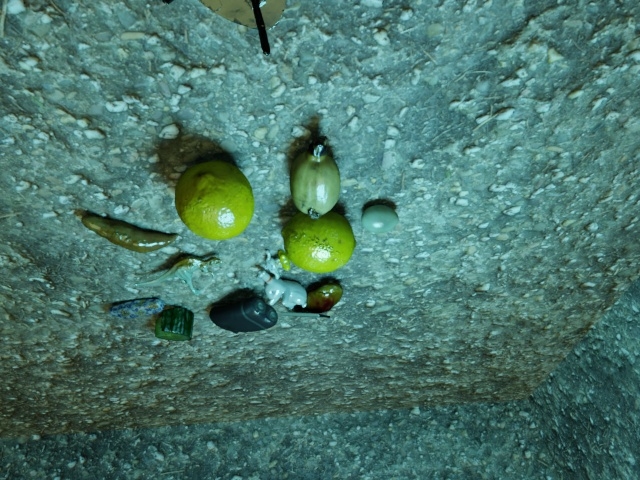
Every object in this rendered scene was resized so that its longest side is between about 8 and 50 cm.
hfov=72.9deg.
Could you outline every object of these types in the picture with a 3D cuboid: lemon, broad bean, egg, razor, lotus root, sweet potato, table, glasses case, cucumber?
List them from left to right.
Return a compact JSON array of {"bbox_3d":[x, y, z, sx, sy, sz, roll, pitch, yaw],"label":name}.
[{"bbox_3d":[-0.747,-0.013,1.696,0.355,0.095,0.106,14,93,-26],"label":"sweet potato"},{"bbox_3d":[-0.879,0.327,2.070,0.248,0.065,0.087,-8,144,-1],"label":"glasses case"},{"bbox_3d":[-0.717,0.421,2.142,0.191,0.130,0.191,0,149,0],"label":"cucumber"},{"bbox_3d":[-0.361,-0.136,1.493,0.293,0.293,0.293,-4,137,-3],"label":"lemon"},{"bbox_3d":[-0.189,-0.598,1.022,0.317,0.249,0.317,-3,137,-3],"label":"table"},{"bbox_3d":[-0.374,0.369,2.084,0.349,0.113,0.204,-18,135,36],"label":"razor"},{"bbox_3d":[-0.019,-0.225,1.510,0.183,0.182,0.310,-3,134,-4],"label":"lotus root"},{"bbox_3d":[0.000,0.000,1.691,0.310,0.258,0.258,11,135,-20],"label":"lemon"},{"bbox_3d":[0.012,0.267,2.076,0.156,0.122,0.228,21,133,-28],"label":"broad bean"},{"bbox_3d":[0.237,-0.085,1.730,0.152,0.114,0.114,0,137,-11],"label":"egg"}]

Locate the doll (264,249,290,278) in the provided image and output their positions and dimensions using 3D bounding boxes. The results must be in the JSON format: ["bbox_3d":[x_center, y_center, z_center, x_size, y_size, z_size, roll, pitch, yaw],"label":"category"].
[{"bbox_3d":[-0.195,0.092,1.903,0.113,0.071,0.135,-41,105,8],"label":"doll"}]

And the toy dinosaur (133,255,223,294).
[{"bbox_3d":[-0.611,0.150,1.896,0.393,0.092,0.205,-2,137,-3],"label":"toy dinosaur"}]

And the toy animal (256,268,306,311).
[{"bbox_3d":[-0.196,0.235,1.998,0.282,0.138,0.140,22,154,-33],"label":"toy animal"}]

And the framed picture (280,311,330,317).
[{"bbox_3d":[-0.067,0.368,2.132,0.192,0.018,0.265,0,168,13],"label":"framed picture"}]
